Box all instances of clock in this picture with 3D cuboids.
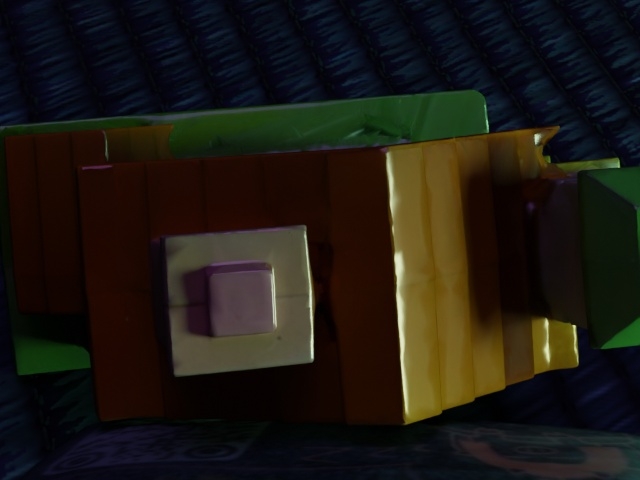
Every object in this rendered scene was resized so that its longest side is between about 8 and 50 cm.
[{"bbox_3d":[0.000,0.000,0.718,0.220,0.106,0.255,-6,4,-14],"label":"clock"}]

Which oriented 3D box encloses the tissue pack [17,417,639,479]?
[{"bbox_3d":[-0.014,0.129,0.533,0.228,0.103,0.316,-1,11,12],"label":"tissue pack"}]
